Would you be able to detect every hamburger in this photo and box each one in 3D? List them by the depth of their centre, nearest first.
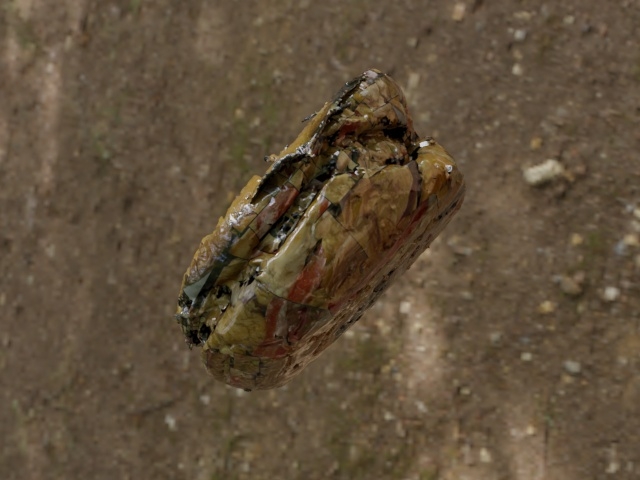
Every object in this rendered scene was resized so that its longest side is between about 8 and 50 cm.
[{"bbox_3d":[0.000,0.000,0.856,0.107,0.231,0.231,43,128,6],"label":"hamburger"}]
